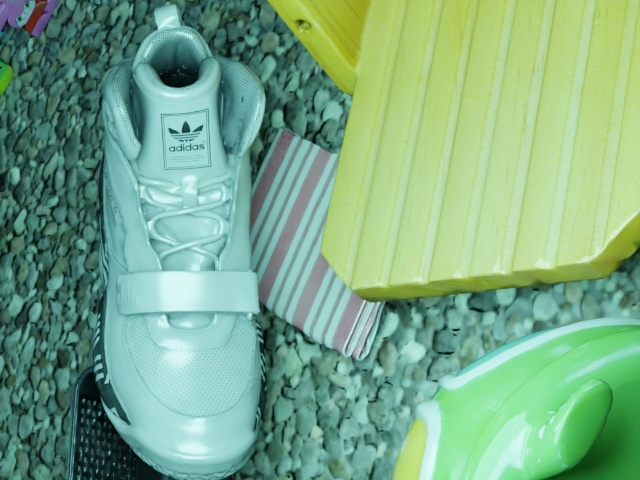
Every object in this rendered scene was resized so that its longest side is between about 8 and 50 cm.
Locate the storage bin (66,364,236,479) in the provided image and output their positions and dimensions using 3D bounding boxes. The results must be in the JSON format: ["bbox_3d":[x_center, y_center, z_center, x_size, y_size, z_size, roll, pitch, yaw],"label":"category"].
[{"bbox_3d":[-0.142,0.194,1.518,0.122,0.084,0.180,-12,68,40],"label":"storage bin"}]

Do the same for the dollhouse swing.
[{"bbox_3d":[0.080,-0.173,1.296,0.347,0.315,0.305,-7,47,41],"label":"dollhouse swing"}]

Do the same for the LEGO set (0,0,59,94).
[{"bbox_3d":[-0.373,-0.180,1.841,0.087,0.093,0.227,41,105,42],"label":"LEGO set"}]

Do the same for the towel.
[{"bbox_3d":[0.000,0.000,1.493,0.197,0.029,0.144,30,97,46],"label":"towel"}]

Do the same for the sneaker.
[{"bbox_3d":[-0.112,-0.006,1.421,0.210,0.137,0.365,101,164,-53],"label":"sneaker"}]

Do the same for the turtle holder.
[{"bbox_3d":[0.140,0.183,1.128,0.320,0.243,0.227,-37,20,-18],"label":"turtle holder"}]
